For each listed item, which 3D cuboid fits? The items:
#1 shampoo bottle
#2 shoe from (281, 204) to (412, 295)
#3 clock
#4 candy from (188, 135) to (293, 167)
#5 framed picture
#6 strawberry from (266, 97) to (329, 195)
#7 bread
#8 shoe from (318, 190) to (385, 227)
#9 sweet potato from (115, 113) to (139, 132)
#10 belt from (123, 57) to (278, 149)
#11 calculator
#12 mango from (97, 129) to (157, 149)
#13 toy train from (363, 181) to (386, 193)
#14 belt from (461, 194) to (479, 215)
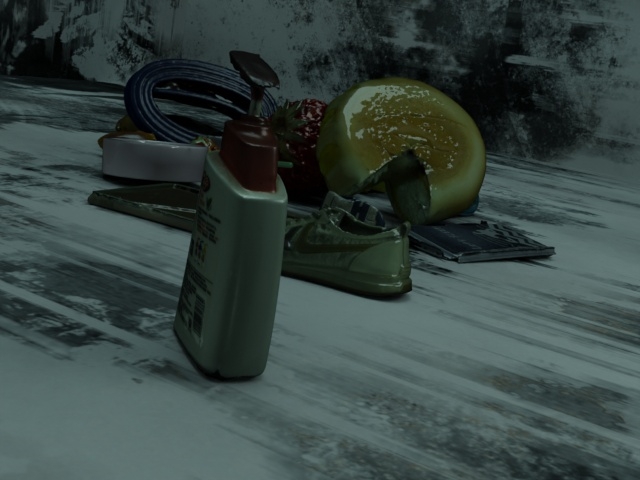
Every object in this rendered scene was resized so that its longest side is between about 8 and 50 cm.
[{"bbox_3d":[-0.076,-0.026,0.790,0.071,0.284,0.153,6,15,-24],"label":"shampoo bottle"},{"bbox_3d":[0.000,0.000,1.160,0.274,0.098,0.103,13,9,22],"label":"shoe"},{"bbox_3d":[-0.314,-0.154,1.634,0.196,0.068,0.197,5,7,-1],"label":"clock"},{"bbox_3d":[-0.162,-0.161,1.709,0.287,0.084,0.078,7,-29,39],"label":"candy"},{"bbox_3d":[-0.186,-0.048,1.409,0.314,0.024,0.232,16,14,25],"label":"framed picture"},{"bbox_3d":[-0.005,-0.175,1.770,0.244,0.205,0.205,26,-1,-39],"label":"strawberry"},{"bbox_3d":[0.152,-0.167,1.647,0.332,0.333,0.160,5,-25,-17],"label":"bread"},{"bbox_3d":[0.061,-0.041,1.472,0.071,0.064,0.143,13,8,-43],"label":"shoe"},{"bbox_3d":[-0.373,-0.265,2.144,0.273,0.075,0.075,9,12,-19],"label":"sweet potato"},{"bbox_3d":[-0.271,-0.295,1.963,0.346,0.213,0.117,14,-3,-22],"label":"belt"},{"bbox_3d":[0.270,0.003,1.496,0.274,0.028,0.165,-2,20,-36],"label":"calculator"},{"bbox_3d":[-0.413,-0.205,1.851,0.127,0.063,0.077,-2,21,-22],"label":"mango"},{"bbox_3d":[0.076,-0.164,1.970,0.127,0.089,0.219,13,7,-37],"label":"toy train"},{"bbox_3d":[0.275,-0.097,1.783,0.065,0.100,0.179,13,15,33],"label":"belt"}]
